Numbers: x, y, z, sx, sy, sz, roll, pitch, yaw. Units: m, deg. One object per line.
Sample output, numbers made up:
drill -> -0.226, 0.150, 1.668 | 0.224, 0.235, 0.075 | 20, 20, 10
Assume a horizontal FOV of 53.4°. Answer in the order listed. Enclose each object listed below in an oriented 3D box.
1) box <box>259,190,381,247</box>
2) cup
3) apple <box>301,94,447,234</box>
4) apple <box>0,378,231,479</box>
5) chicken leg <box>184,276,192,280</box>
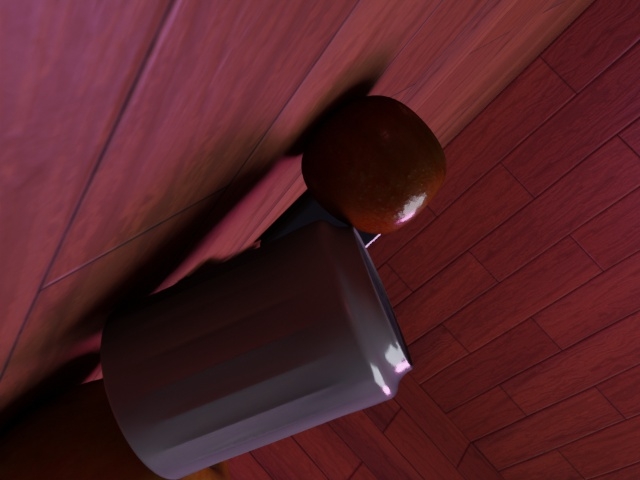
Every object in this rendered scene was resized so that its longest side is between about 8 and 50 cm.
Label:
box -> 0.010, -0.019, 1.213 | 0.230, 0.160, 0.050 | -44, -161, 17
cup -> -0.059, 0.147, 0.841 | 0.327, 0.236, 0.323 | -23, 155, 5
apple -> 0.070, -0.100, 0.842 | 0.181, 0.168, 0.181 | -48, 180, 0
apple -> -0.309, 0.395, 0.936 | 0.346, 0.391, 0.391 | -41, 176, 1
chicken leg -> -0.140, 0.120, 1.170 | 0.153, 0.201, 0.429 | 1, 172, 12
